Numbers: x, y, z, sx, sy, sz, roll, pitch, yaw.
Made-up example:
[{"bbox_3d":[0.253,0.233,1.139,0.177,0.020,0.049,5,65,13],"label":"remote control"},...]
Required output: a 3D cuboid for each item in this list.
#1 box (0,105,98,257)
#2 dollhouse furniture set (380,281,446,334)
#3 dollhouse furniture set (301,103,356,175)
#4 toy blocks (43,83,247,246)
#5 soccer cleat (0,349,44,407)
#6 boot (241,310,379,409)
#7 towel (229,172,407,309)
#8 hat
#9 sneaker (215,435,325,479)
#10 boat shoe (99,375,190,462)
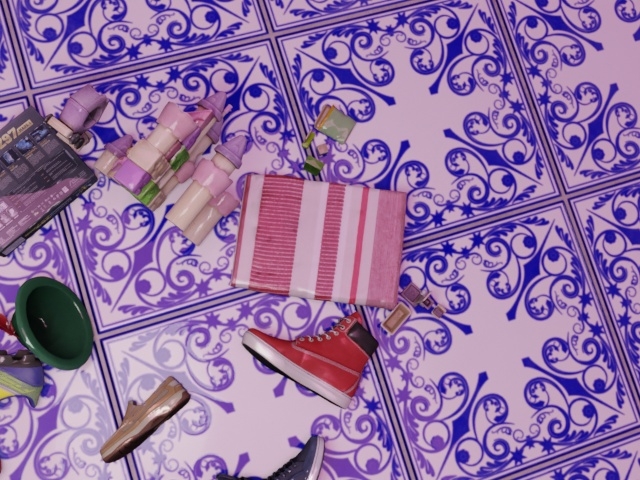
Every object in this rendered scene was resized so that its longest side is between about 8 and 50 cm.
[{"bbox_3d":[-0.570,-0.112,1.478,0.232,0.059,0.183,-43,89,-12],"label":"box"},{"bbox_3d":[0.185,0.147,1.532,0.091,0.081,0.114,43,77,1],"label":"dollhouse furniture set"},{"bbox_3d":[0.013,-0.208,1.581,0.076,0.058,0.152,30,77,-3],"label":"dollhouse furniture set"},{"bbox_3d":[-0.266,-0.189,1.423,0.309,0.288,0.260,37,83,2],"label":"toy blocks"},{"bbox_3d":[-0.627,0.259,1.354,0.289,0.093,0.121,-1,93,-29],"label":"soccer cleat"},{"bbox_3d":[-0.015,0.188,1.497,0.244,0.088,0.176,31,77,-10],"label":"boot"},{"bbox_3d":[0.000,0.000,1.550,0.328,0.037,0.237,8,81,-2],"label":"towel"},{"bbox_3d":[-0.547,0.174,1.436,0.183,0.173,0.209,-29,70,21],"label":"hat"},{"bbox_3d":[-0.100,0.437,1.437,0.163,0.086,0.226,30,78,-5],"label":"sneaker"},{"bbox_3d":[-0.333,0.325,1.440,0.190,0.068,0.072,-38,75,-22],"label":"boat shoe"}]
